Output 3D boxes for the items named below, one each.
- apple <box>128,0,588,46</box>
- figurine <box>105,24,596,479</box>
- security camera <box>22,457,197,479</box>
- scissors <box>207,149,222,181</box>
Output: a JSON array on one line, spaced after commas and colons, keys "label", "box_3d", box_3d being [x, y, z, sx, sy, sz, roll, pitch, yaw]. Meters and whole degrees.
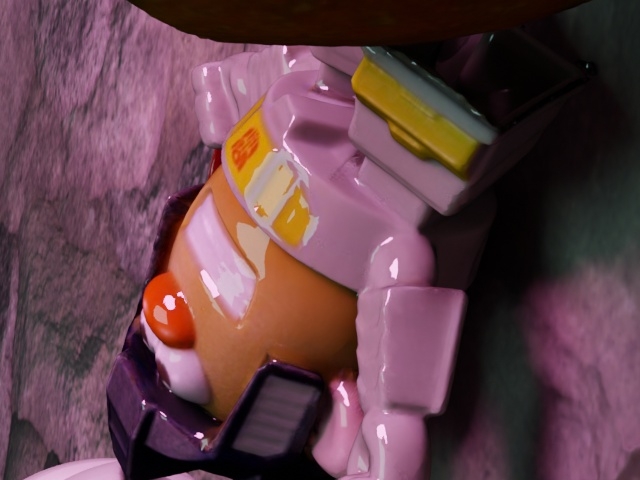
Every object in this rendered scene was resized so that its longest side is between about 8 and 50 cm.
[{"label": "apple", "box_3d": [0.003, -0.240, 0.573, 0.374, 0.384, 0.374, 177, 90, -66]}, {"label": "figurine", "box_3d": [0.003, 0.003, 0.825, 0.308, 0.143, 0.309, -162, 90, -79]}, {"label": "security camera", "box_3d": [-0.094, 0.207, 0.919, 0.236, 0.194, 0.195, 168, 106, -75]}, {"label": "scissors", "box_3d": [-0.069, 0.055, 1.129, 0.144, 0.017, 0.248, -110, 33, -43]}]
